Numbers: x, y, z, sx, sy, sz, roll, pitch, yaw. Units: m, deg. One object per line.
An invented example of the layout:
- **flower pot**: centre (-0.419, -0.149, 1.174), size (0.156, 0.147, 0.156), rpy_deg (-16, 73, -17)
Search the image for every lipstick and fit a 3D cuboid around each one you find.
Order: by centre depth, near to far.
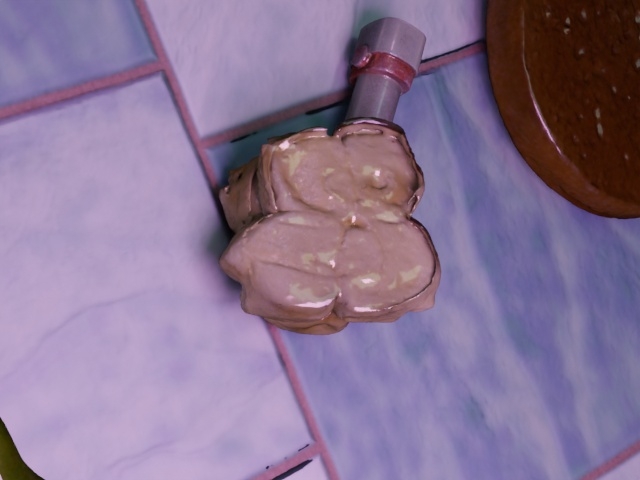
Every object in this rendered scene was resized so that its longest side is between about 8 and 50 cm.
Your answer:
- **lipstick**: centre (0.042, -0.108, 1.542), size (0.057, 0.063, 0.186), rpy_deg (29, 64, -27)

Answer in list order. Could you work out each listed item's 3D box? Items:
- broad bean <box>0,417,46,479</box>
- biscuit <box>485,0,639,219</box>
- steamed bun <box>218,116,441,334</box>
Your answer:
- **broad bean**: centre (-0.283, 0.134, 1.191), size (0.318, 0.056, 0.098), rpy_deg (36, 62, -20)
- **biscuit**: centre (0.302, -0.206, 1.784), size (0.350, 0.070, 0.394), rpy_deg (35, 57, -29)
- **steamed bun**: centre (0.000, 0.000, 1.431), size (0.192, 0.106, 0.178), rpy_deg (-13, 70, -17)
